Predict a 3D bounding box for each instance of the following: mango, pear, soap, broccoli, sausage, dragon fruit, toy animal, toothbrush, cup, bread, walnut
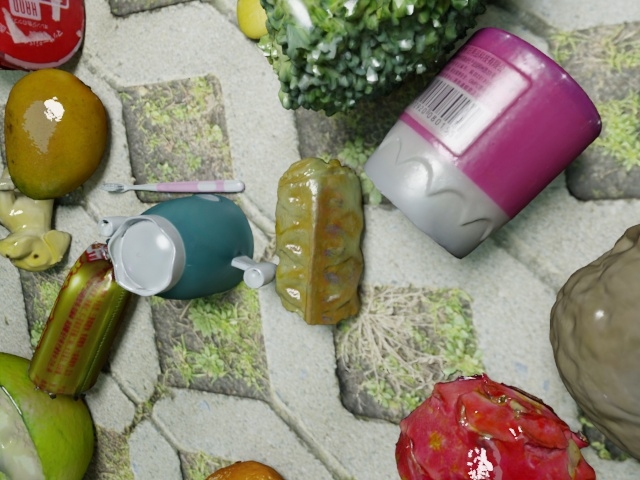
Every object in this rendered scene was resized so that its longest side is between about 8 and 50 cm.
[{"bbox_3d":[-0.449,-0.176,0.705,0.151,0.120,0.221,6,98,-10],"label":"mango"},{"bbox_3d":[-0.595,0.371,0.793,0.398,0.165,0.399,2,97,19],"label":"pear"},{"bbox_3d":[-0.048,-0.351,0.600,0.168,0.033,0.089,-5,96,20],"label":"soap"},{"bbox_3d":[0.078,-0.319,0.436,0.338,0.277,0.318,-18,96,14],"label":"broccoli"},{"bbox_3d":[-0.405,0.124,0.724,0.125,0.117,0.318,45,111,48],"label":"sausage"},{"bbox_3d":[0.226,0.288,0.516,0.261,0.189,0.163,11,129,14],"label":"dragon fruit"},{"bbox_3d":[-0.576,-0.053,0.777,0.233,0.121,0.169,35,116,16],"label":"toy animal"},{"bbox_3d":[-0.260,-0.091,0.705,0.286,0.025,0.020,2,96,19],"label":"toothbrush"},{"bbox_3d":[-0.209,0.012,0.618,0.299,0.173,0.168,16,99,18],"label":"cup"},{"bbox_3d":[0.000,0.000,0.577,0.127,0.088,0.232,-1,94,-7],"label":"bread"},{"bbox_3d":[0.361,0.097,0.399,0.248,0.248,0.249,2,96,19],"label":"walnut"}]

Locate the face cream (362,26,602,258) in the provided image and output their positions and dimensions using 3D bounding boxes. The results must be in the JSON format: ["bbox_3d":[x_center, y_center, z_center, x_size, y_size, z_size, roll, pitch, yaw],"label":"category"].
[{"bbox_3d":[0.171,-0.103,0.471,0.175,0.175,0.195,46,108,10],"label":"face cream"}]

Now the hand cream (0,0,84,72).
[{"bbox_3d":[-0.527,-0.392,0.666,0.149,0.230,0.231,7,98,22],"label":"hand cream"}]

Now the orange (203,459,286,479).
[{"bbox_3d":[-0.125,0.452,0.638,0.193,0.161,0.194,1,92,23],"label":"orange"}]
